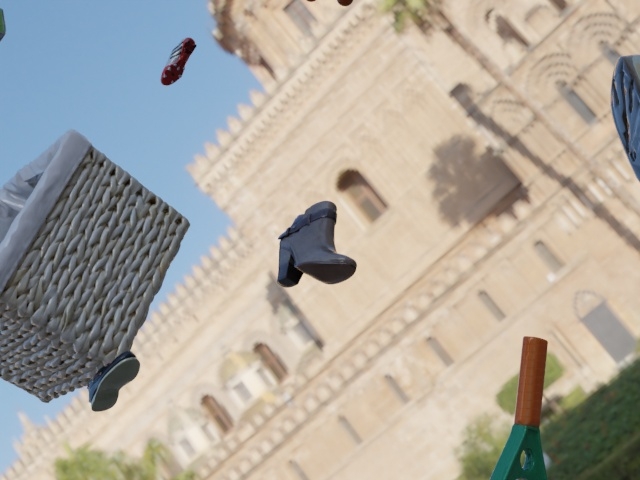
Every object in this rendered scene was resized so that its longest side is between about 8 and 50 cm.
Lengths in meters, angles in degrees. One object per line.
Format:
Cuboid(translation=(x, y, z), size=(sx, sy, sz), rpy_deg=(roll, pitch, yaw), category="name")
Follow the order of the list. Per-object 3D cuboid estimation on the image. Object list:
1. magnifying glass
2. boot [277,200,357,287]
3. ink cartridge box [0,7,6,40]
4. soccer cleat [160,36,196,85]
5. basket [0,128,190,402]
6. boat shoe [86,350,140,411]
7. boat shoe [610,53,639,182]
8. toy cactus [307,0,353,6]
Cuboid(translation=(0.207, 0.214, 1.076), size=(0.092, 0.231, 0.026), rpy_deg=(19, -14, -38), category="magnifying glass")
Cuboid(translation=(0.000, 0.000, 1.036), size=(0.118, 0.042, 0.087), rpy_deg=(-12, 50, 43), category="boot")
Cuboid(translation=(-0.626, -0.348, 1.686), size=(0.209, 0.062, 0.109), rpy_deg=(15, -43, -39), category="ink cartridge box")
Cuboid(translation=(-0.216, -0.268, 1.578), size=(0.029, 0.035, 0.083), rpy_deg=(32, -96, -34), category="soccer cleat")
Cuboid(translation=(-0.441, 0.051, 1.746), size=(0.328, 0.266, 0.331), rpy_deg=(-25, 36, 48), category="basket")
Cuboid(translation=(-0.287, 0.186, 1.445), size=(0.049, 0.042, 0.133), rpy_deg=(2, -36, -34), category="boat shoe")
Cuboid(translation=(0.362, -0.038, 0.946), size=(0.110, 0.341, 0.122), rpy_deg=(-8, -29, -3), category="boat shoe")
Cuboid(translation=(-0.033, -0.353, 1.315), size=(0.180, 0.219, 0.112), rpy_deg=(-1, -57, 4), category="toy cactus")
